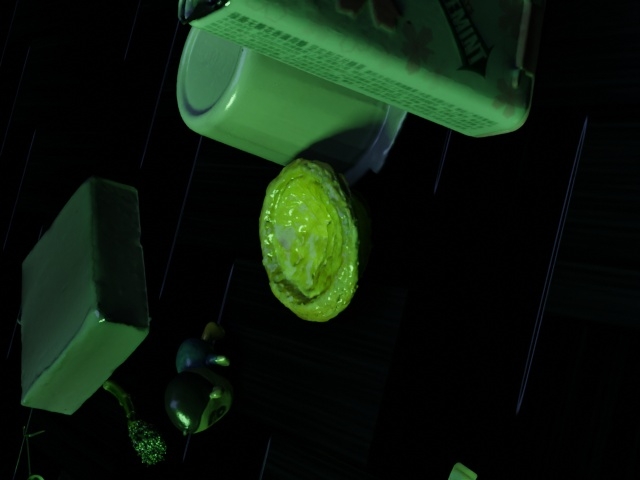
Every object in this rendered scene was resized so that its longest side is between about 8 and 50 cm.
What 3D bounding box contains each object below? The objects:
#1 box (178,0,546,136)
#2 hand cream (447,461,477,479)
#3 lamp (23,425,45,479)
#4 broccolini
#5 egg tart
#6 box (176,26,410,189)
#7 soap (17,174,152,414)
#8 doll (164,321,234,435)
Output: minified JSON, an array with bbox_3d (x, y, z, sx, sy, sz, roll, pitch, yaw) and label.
[{"bbox_3d":[0.048,-0.240,1.081,0.112,0.370,0.190,-9,68,56],"label":"box"},{"bbox_3d":[0.119,0.263,1.075,0.035,0.022,0.102,27,95,62],"label":"hand cream"},{"bbox_3d":[-0.496,0.382,1.936,0.054,0.041,0.121,-46,45,50],"label":"lamp"},{"bbox_3d":[-0.278,0.255,1.654,0.239,0.054,0.051,38,123,58],"label":"broccolini"},{"bbox_3d":[0.000,0.000,1.298,0.191,0.074,0.191,-1,89,51],"label":"egg tart"},{"bbox_3d":[-0.041,-0.216,1.354,0.262,0.206,0.291,-21,62,51],"label":"box"},{"bbox_3d":[-0.393,0.088,1.841,0.285,0.107,0.296,-44,44,39],"label":"soap"},{"bbox_3d":[-0.154,0.185,1.471,0.102,0.089,0.179,-46,18,35],"label":"doll"}]
